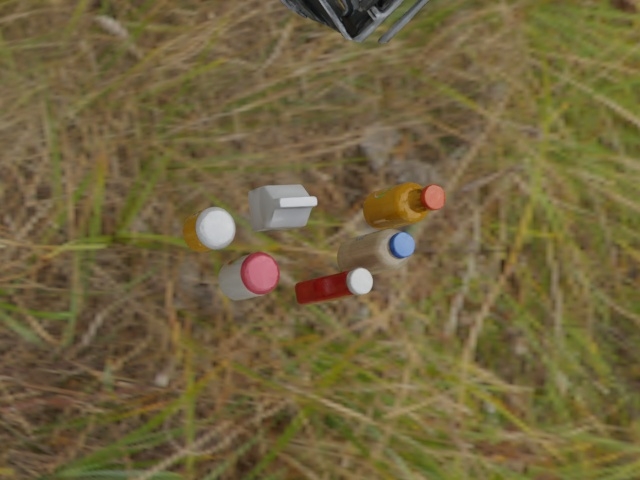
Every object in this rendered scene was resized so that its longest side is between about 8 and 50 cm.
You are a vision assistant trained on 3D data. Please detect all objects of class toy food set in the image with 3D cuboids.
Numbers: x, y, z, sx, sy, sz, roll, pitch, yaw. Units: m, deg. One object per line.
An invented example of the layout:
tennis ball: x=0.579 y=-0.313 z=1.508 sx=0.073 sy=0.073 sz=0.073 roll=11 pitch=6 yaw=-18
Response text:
toy food set: x=0.000 y=0.000 z=1.552 sx=0.232 sy=0.104 sz=0.111 roll=-2 pitch=83 yaw=-30

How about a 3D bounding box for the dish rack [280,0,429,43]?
dish rack: x=0.048 y=-0.209 z=0.570 sx=0.074 sy=0.271 sz=0.208 roll=-13 pitch=66 yaw=-53
